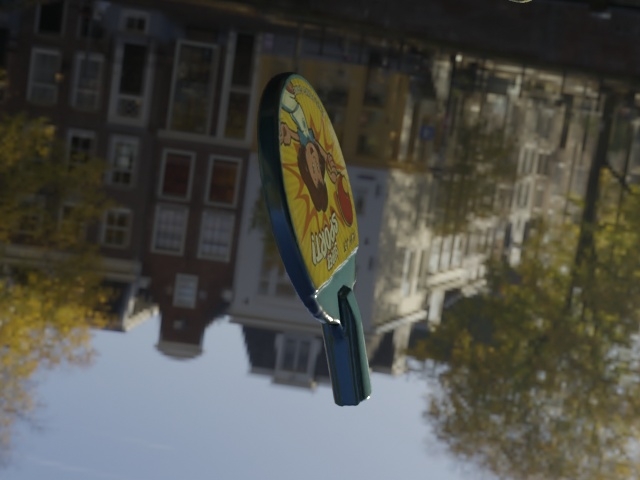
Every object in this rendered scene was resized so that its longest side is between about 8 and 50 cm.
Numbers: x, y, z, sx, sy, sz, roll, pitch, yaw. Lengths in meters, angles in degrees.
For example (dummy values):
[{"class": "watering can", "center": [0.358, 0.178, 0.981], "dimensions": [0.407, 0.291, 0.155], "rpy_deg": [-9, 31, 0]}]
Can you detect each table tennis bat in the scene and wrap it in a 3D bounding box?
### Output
[{"class": "table tennis bat", "center": [0.000, 0.000, 1.127], "dimensions": [0.044, 0.329, 0.215], "rpy_deg": [-9, -169, 17]}]

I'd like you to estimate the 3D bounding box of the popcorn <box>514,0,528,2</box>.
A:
[{"class": "popcorn", "center": [0.231, -0.373, 1.372], "dimensions": [0.185, 0.187, 0.167], "rpy_deg": [-10, -131, -13]}]
